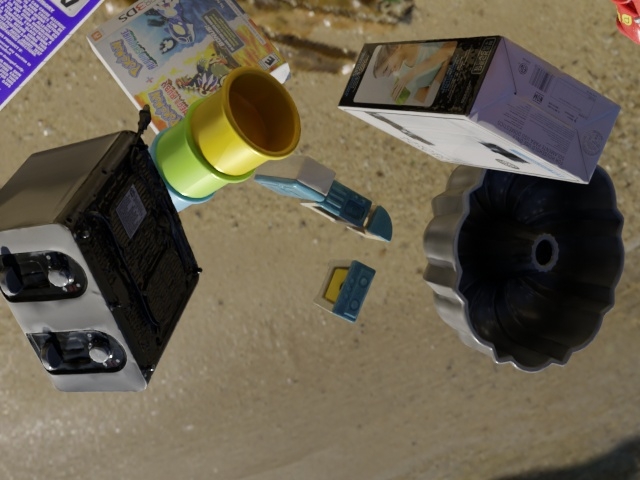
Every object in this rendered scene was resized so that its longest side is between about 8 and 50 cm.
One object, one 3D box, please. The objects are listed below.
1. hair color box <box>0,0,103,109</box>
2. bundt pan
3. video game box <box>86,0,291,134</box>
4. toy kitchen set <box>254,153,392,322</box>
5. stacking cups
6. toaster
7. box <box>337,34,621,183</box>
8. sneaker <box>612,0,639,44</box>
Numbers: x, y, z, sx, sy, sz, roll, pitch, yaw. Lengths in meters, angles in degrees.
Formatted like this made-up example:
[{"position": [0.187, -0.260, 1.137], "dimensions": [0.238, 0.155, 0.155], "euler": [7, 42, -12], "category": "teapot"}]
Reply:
[{"position": [-0.342, -0.226, 1.056], "dimensions": [0.338, 0.185, 0.110], "euler": [-36, 117, 25], "category": "hair color box"}, {"position": [0.271, 0.012, 1.402], "dimensions": [0.330, 0.124, 0.331], "euler": [-3, 96, -34], "category": "bundt pan"}, {"position": [-0.172, -0.238, 1.288], "dimensions": [0.187, 0.205, 0.048], "euler": [-37, 160, -6], "category": "video game box"}, {"position": [0.000, 0.000, 1.354], "dimensions": [0.207, 0.122, 0.166], "euler": [27, 82, -29], "category": "toy kitchen set"}, {"position": [-0.159, -0.073, 1.027], "dimensions": [0.096, 0.096, 0.316], "euler": [21, 148, -39], "category": "stacking cups"}, {"position": [-0.186, 0.010, 0.832], "dimensions": [0.110, 0.186, 0.168], "euler": [-8, 123, 19], "category": "toaster"}, {"position": [0.160, -0.145, 1.084], "dimensions": [0.169, 0.290, 0.087], "euler": [23, 89, -27], "category": "box"}, {"position": [0.237, -0.192, 0.708], "dimensions": [0.278, 0.107, 0.118], "euler": [12, 146, -18], "category": "sneaker"}]
